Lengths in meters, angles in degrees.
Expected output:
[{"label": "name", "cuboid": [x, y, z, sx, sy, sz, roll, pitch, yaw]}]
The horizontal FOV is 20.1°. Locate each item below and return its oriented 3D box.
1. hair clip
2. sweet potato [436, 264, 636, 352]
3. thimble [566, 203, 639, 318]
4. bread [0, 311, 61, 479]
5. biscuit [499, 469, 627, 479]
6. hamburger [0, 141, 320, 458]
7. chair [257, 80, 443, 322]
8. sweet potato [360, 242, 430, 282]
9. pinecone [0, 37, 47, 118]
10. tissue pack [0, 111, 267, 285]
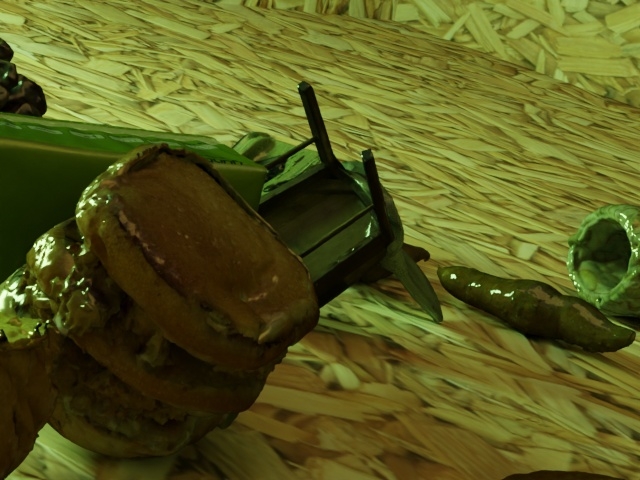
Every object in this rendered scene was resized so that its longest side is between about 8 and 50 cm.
[{"label": "hair clip", "cuboid": [-0.112, -0.045, 2.168, 0.138, 0.091, 0.321, 19, 26, 28]}, {"label": "sweet potato", "cuboid": [0.235, 0.073, 2.046, 0.274, 0.067, 0.067, 21, 17, 32]}, {"label": "thimble", "cuboid": [0.397, 0.026, 2.210, 0.143, 0.137, 0.190, 6, 4, -23]}, {"label": "bread", "cuboid": [-0.299, 0.120, 1.273, 0.160, 0.147, 0.260, 8, 8, 20]}, {"label": "biscuit", "cuboid": [0.250, 0.248, 1.431, 0.262, 0.037, 0.262, 12, 14, -3]}, {"label": "hamburger", "cuboid": [-0.136, 0.049, 1.492, 0.245, 0.211, 0.260, 17, 32, -37]}, {"label": "chair", "cuboid": [0.000, 0.000, 1.924, 0.160, 0.186, 0.319, 51, -9, 35]}, {"label": "sweet potato", "cuboid": [0.057, 0.019, 2.124, 0.206, 0.060, 0.068, -2, 57, -47]}, {"label": "pinecone", "cuboid": [-0.401, -0.117, 1.977, 0.202, 0.229, 0.201, 29, -21, -2]}, {"label": "tissue pack", "cuboid": [-0.217, -0.004, 1.684, 0.275, 0.200, 0.167, 5, 15, -28]}]
